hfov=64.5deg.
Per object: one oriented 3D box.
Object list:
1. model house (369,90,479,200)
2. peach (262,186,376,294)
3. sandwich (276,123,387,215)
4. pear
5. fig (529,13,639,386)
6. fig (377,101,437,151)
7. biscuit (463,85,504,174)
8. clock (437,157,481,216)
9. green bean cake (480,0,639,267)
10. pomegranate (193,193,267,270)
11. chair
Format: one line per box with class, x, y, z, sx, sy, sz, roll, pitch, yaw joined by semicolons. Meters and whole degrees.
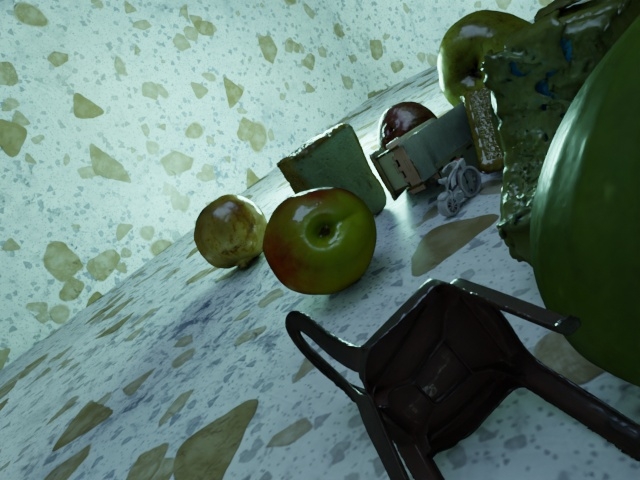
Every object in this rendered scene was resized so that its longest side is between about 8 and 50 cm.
model house;0.249;-0.198;1.237;0.326;0.169;0.244;-37;9;-31
peach;0.000;0.000;0.996;0.231;0.231;0.231;-29;17;10
sandwich;0.042;-0.141;1.263;0.226;0.251;0.087;-39;19;-30
pear;0.492;-0.507;1.469;0.304;0.304;0.304;-29;17;10
fig;0.310;-0.046;0.390;0.316;0.316;0.316;-29;17;10
fig;0.263;-0.304;1.483;0.205;0.205;0.205;-29;17;10
biscuit;0.404;-0.254;1.080;0.172;0.029;0.254;-13;52;16
clock;0.279;-0.109;1.043;0.129;0.087;0.041;-48;22;-23
green bean cake;0.313;-0.135;0.650;0.285;0.310;0.202;-38;20;-29
pomegranate;-0.266;-0.020;1.534;0.248;0.248;0.248;-29;17;10
chair;0.103;0.130;0.513;0.183;0.175;0.326;-43;24;-5
